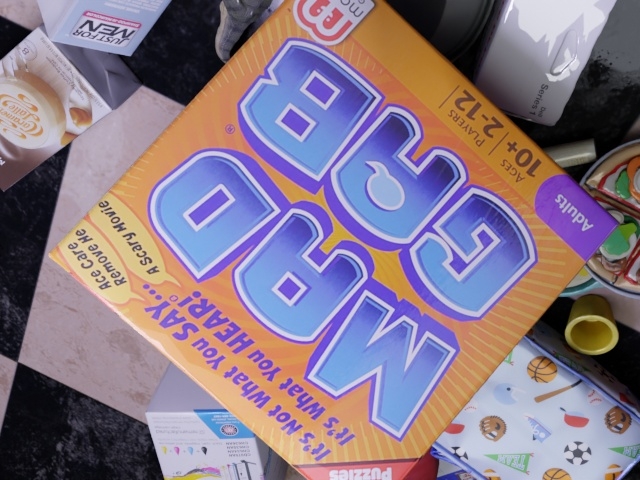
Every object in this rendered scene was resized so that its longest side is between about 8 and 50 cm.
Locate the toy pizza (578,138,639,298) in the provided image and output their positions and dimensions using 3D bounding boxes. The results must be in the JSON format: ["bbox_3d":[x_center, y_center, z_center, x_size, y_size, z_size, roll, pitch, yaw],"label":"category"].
[{"bbox_3d":[0.403,-0.024,1.029,0.201,0.032,0.201,1,102,6],"label":"toy pizza"}]

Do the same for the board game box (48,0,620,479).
[{"bbox_3d":[0.000,0.000,0.901,0.356,0.356,0.356,42,84,-6],"label":"board game box"}]

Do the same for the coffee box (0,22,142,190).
[{"bbox_3d":[-0.389,-0.191,1.182,0.247,0.098,0.141,-29,111,31],"label":"coffee box"}]

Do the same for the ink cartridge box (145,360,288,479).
[{"bbox_3d":[-0.158,0.318,1.396,0.171,0.168,0.232,-3,118,11],"label":"ink cartridge box"}]

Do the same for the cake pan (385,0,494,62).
[{"bbox_3d":[0.056,-0.310,0.897,0.293,0.054,0.293,33,139,35],"label":"cake pan"}]

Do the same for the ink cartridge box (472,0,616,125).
[{"bbox_3d":[0.224,-0.242,0.878,0.093,0.219,0.160,17,126,1],"label":"ink cartridge box"}]

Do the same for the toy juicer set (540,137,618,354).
[{"bbox_3d":[0.336,-0.004,1.090,0.209,0.089,0.329,-31,109,32],"label":"toy juicer set"}]

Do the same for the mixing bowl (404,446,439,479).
[{"bbox_3d":[0.115,0.324,1.291,0.098,0.181,0.181,-14,127,-20],"label":"mixing bowl"}]

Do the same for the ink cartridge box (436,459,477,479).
[{"bbox_3d":[0.193,0.359,1.400,0.333,0.065,0.165,-27,112,29],"label":"ink cartridge box"}]

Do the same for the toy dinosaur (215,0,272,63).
[{"bbox_3d":[-0.106,-0.297,1.014,0.118,0.064,0.268,45,149,-1],"label":"toy dinosaur"}]

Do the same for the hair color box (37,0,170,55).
[{"bbox_3d":[-0.186,-0.397,0.916,0.374,0.114,0.185,-41,63,34],"label":"hair color box"}]

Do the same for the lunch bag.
[{"bbox_3d":[0.285,0.248,1.210,0.303,0.115,0.243,37,109,2],"label":"lunch bag"}]
